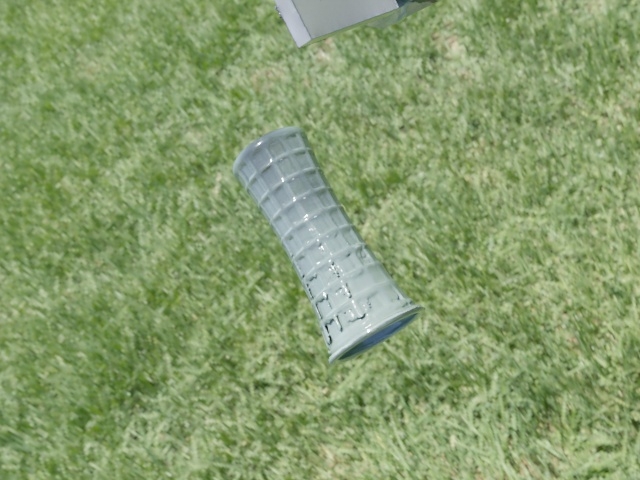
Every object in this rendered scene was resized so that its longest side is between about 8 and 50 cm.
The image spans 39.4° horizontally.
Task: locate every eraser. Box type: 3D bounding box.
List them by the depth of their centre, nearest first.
[{"bbox_3d":[0.007,-0.257,0.889,0.023,0.104,0.150,-24,5,46],"label":"eraser"}]

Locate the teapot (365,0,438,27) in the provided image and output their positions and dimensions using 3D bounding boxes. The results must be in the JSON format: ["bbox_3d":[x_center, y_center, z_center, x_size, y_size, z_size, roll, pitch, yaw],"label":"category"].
[{"bbox_3d":[0.080,-0.388,1.119,0.163,0.221,0.178,41,63,12],"label":"teapot"}]

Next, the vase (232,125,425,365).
[{"bbox_3d":[0.000,0.000,1.168,0.143,0.143,0.299,-33,76,7],"label":"vase"}]
